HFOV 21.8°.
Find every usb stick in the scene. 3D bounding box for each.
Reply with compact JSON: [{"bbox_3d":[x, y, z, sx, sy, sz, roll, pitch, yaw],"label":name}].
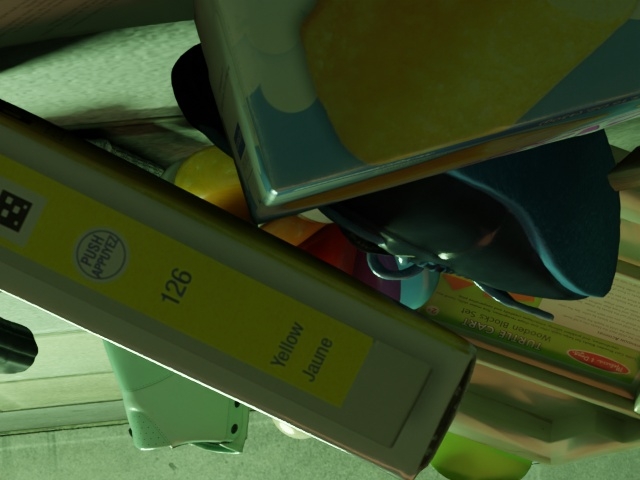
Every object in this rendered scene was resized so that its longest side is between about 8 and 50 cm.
[{"bbox_3d":[-0.283,0.068,1.253,0.077,0.045,0.278,6,172,8],"label":"usb stick"}]

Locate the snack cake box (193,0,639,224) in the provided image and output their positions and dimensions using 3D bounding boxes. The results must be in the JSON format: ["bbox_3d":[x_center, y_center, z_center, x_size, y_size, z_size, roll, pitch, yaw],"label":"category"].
[{"bbox_3d":[0.094,-0.084,0.546,0.264,0.089,0.152,-16,177,-5],"label":"snack cake box"}]

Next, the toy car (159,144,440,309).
[{"bbox_3d":[0.000,0.000,0.974,0.182,0.136,0.159,3,159,-42],"label":"toy car"}]

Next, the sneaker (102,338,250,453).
[{"bbox_3d":[-0.064,0.085,1.323,0.256,0.151,0.094,-16,-170,-41],"label":"sneaker"}]

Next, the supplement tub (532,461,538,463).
[{"bbox_3d":[0.165,0.090,1.423,0.207,0.207,0.338,-2,170,-23],"label":"supplement tub"}]

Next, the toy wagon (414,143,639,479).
[{"bbox_3d":[0.140,0.071,1.157,0.267,0.068,0.344,20,134,-1],"label":"toy wagon"}]

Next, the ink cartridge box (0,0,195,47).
[{"bbox_3d":[-0.031,-0.125,0.509,0.239,0.060,0.275,-17,179,-40],"label":"ink cartridge box"}]

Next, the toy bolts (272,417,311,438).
[{"bbox_3d":[-0.092,0.110,1.518,0.228,0.158,0.218,1,168,-35],"label":"toy bolts"}]

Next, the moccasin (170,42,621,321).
[{"bbox_3d":[0.052,-0.054,0.842,0.116,0.138,0.342,-7,157,30],"label":"moccasin"}]

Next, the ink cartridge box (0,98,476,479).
[{"bbox_3d":[-0.110,-0.014,0.713,0.307,0.072,0.303,29,-179,-10],"label":"ink cartridge box"}]

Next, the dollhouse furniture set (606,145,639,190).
[{"bbox_3d":[0.283,-0.024,0.864,0.161,0.212,0.242,-11,-165,37],"label":"dollhouse furniture set"}]

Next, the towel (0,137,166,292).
[{"bbox_3d":[-0.218,0.003,1.133,0.312,0.056,0.324,-9,171,16],"label":"towel"}]
